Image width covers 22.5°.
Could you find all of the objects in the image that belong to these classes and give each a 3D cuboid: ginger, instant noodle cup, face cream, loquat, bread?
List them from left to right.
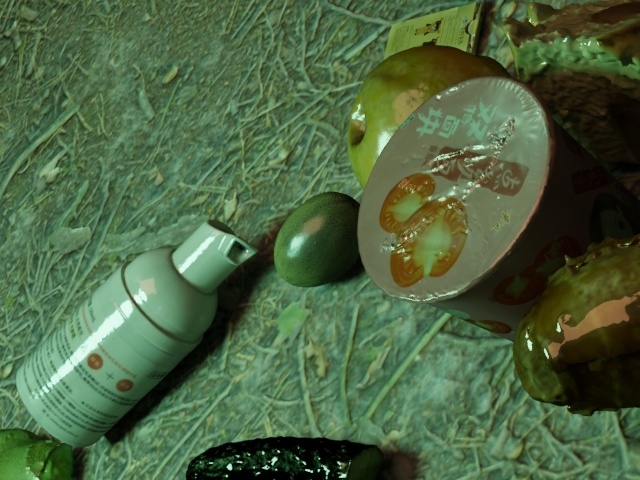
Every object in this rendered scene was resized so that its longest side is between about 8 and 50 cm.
[{"bbox_3d":[-0.439,0.321,2.199,0.290,0.089,0.137,9,88,47],"label":"ginger"},{"bbox_3d":[-0.219,0.098,2.057,0.370,0.145,0.145,-43,41,18],"label":"face cream"},{"bbox_3d":[0.132,-0.110,1.766,0.213,0.213,0.213,-26,49,35],"label":"loquat"},{"bbox_3d":[0.197,-0.007,1.594,0.243,0.231,0.243,-27,48,34],"label":"instant noodle cup"},{"bbox_3d":[0.312,-0.210,1.625,0.184,0.224,0.211,1,59,42],"label":"bread"},{"bbox_3d":[0.364,0.019,1.416,0.418,0.176,0.254,-20,53,20],"label":"ginger"}]

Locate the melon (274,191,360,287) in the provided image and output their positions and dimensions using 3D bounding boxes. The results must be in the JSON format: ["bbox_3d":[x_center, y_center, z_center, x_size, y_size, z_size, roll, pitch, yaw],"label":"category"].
[{"bbox_3d":[0.000,0.000,1.914,0.131,0.098,0.098,-41,42,18],"label":"melon"}]

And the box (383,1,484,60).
[{"bbox_3d":[0.139,-0.245,1.981,0.149,0.020,0.073,-7,60,45],"label":"box"}]

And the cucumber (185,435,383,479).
[{"bbox_3d":[-0.049,0.258,1.822,0.303,0.072,0.081,-4,64,47],"label":"cucumber"}]
